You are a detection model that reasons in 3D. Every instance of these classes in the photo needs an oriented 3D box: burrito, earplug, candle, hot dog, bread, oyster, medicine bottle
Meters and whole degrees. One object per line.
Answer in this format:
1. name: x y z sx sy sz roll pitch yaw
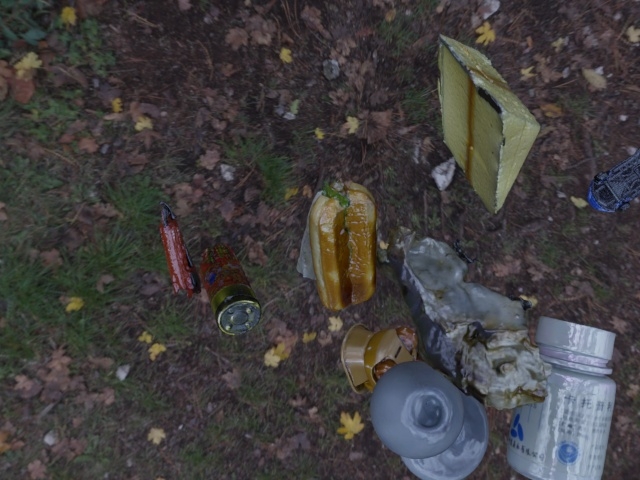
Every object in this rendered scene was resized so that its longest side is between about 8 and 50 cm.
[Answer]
1. burrito: 0.000 0.000 1.105 0.087 0.060 0.226 35 139 22
2. earplug: 0.229 0.363 1.116 0.325 0.175 0.214 44 71 -39
3. candle: -0.107 0.049 0.641 0.051 0.131 0.052 -12 126 -16
4. hot dog: 0.032 0.006 0.803 0.104 0.076 0.250 -23 137 -12
5. bread: 0.434 -0.321 1.645 0.346 0.241 0.405 54 135 35
6. oyster: 0.210 0.111 0.859 0.337 0.133 0.198 60 139 19
7. medicine bottle: 0.459 0.301 1.059 0.169 0.170 0.293 12 86 2
8. candle: -0.375 0.029 1.477 0.059 0.084 0.302 11 125 26

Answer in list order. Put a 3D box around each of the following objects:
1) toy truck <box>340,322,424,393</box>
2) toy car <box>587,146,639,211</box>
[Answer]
1. toy truck: 0.215 0.401 1.796 0.211 0.204 0.288 -5 126 39
2. toy car: 0.715 -0.146 1.289 0.216 0.063 0.103 -35 86 10
